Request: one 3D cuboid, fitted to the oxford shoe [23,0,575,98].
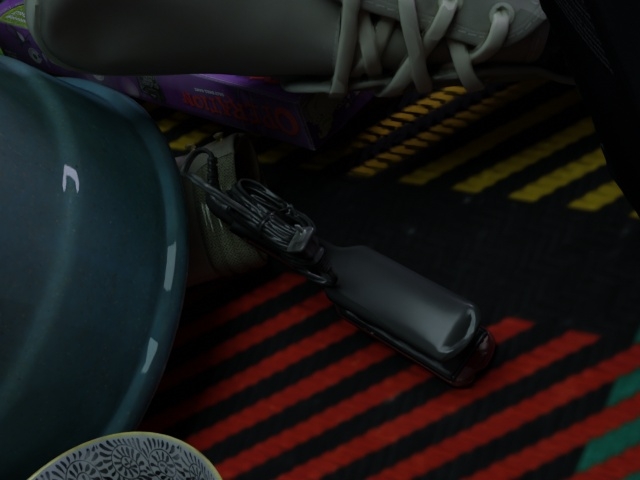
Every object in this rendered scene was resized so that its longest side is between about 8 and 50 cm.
[{"bbox_3d":[0.051,-0.149,0.905,0.449,0.169,0.130,-5,55,-8],"label":"oxford shoe"}]

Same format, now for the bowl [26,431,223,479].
[{"bbox_3d":[-0.105,0.197,0.832,0.170,0.080,0.170,-17,46,18],"label":"bowl"}]

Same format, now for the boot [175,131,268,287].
[{"bbox_3d":[-0.122,-0.040,1.046,0.165,0.077,0.213,-24,52,12],"label":"boot"}]

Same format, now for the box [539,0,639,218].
[{"bbox_3d":[0.282,-0.163,0.746,0.343,0.312,0.179,-30,44,6],"label":"box"}]

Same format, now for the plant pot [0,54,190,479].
[{"bbox_3d":[-0.310,-0.009,0.885,0.341,0.334,0.341,-16,60,31],"label":"plant pot"}]

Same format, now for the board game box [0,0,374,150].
[{"bbox_3d":[-0.068,-0.179,1.128,0.346,0.056,0.208,20,49,41],"label":"board game box"}]

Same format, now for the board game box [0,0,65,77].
[{"bbox_3d":[-0.266,-0.150,1.255,0.124,0.039,0.259,-15,50,18],"label":"board game box"}]

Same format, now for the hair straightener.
[{"bbox_3d":[0.000,0.000,0.893,0.230,0.089,0.047,36,79,27],"label":"hair straightener"}]
